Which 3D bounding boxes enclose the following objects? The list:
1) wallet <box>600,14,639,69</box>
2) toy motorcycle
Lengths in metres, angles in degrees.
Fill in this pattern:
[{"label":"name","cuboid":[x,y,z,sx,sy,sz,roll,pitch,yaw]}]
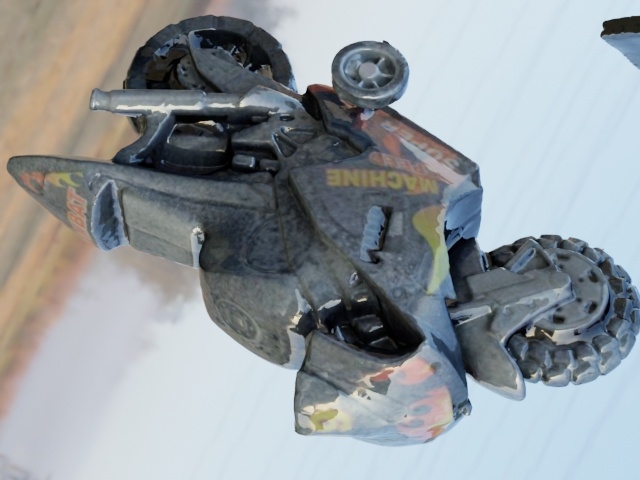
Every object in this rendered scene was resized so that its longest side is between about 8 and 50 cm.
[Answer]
[{"label":"wallet","cuboid":[0.392,-0.185,1.486,0.244,0.124,0.025,0,-107,34]},{"label":"toy motorcycle","cuboid":[0.000,0.000,0.792,0.173,0.307,0.108,-46,156,-27]}]
